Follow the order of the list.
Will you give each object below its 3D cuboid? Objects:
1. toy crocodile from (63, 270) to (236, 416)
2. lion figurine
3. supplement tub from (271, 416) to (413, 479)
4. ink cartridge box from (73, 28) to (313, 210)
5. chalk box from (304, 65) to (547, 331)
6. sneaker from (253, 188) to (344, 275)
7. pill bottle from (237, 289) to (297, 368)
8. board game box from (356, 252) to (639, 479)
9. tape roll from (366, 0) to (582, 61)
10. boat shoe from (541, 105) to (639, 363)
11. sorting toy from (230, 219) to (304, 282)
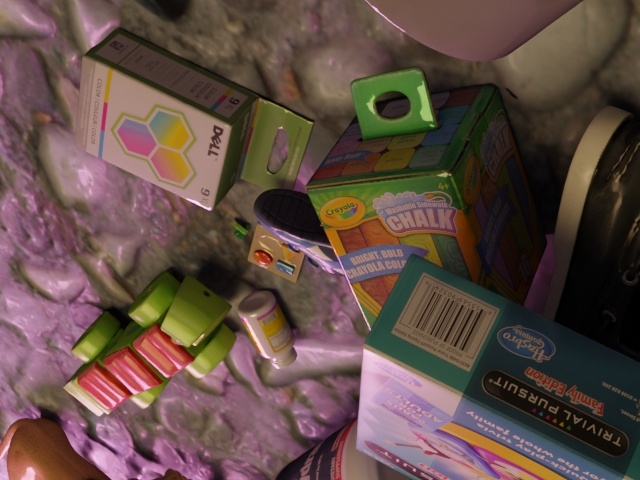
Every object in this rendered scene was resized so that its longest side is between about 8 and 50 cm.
[{"bbox_3d":[-0.205,0.131,1.164,0.115,0.105,0.340,46,135,-12],"label":"toy crocodile"},{"bbox_3d":[-0.333,0.345,1.399,0.392,0.142,0.240,26,128,12],"label":"lion figurine"},{"bbox_3d":[0.048,0.303,1.109,0.191,0.191,0.272,39,135,-7],"label":"supplement tub"},{"bbox_3d":[-0.122,-0.101,0.949,0.209,0.062,0.109,26,134,6],"label":"ink cartridge box"},{"bbox_3d":[0.085,-0.038,0.838,0.132,0.132,0.213,-5,125,33],"label":"chalk box"},{"bbox_3d":[0.000,0.000,0.968,0.144,0.053,0.059,25,146,-3],"label":"sneaker"},{"bbox_3d":[-0.055,0.097,1.095,0.043,0.043,0.083,-4,125,32],"label":"pill bottle"},{"bbox_3d":[0.157,0.157,0.792,0.254,0.079,0.336,26,160,12],"label":"board game box"},{"bbox_3d":[0.079,-0.222,0.622,0.219,0.219,0.072,45,135,-12],"label":"tape roll"},{"bbox_3d":[0.251,0.058,0.835,0.113,0.127,0.340,22,126,28],"label":"boat shoe"},{"bbox_3d":[-0.057,0.009,1.043,0.083,0.012,0.062,25,135,8],"label":"sorting toy"}]
